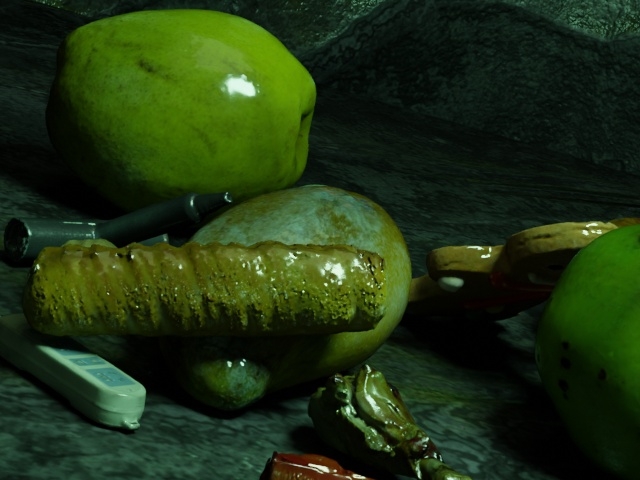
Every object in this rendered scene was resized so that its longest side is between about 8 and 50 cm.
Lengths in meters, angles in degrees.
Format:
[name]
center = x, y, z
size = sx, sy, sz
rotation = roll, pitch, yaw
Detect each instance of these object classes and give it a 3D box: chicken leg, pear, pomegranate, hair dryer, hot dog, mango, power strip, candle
[chicken leg]
center = 0.050, 0.147, 1.089
size = 0.178, 0.070, 0.093
rotation = 37, -15, 52
[pear]
center = -0.162, -0.142, 1.640
size = 0.307, 0.253, 0.253
rotation = 14, 14, 2
[pomegranate]
center = 0.285, 0.095, 1.285
size = 0.236, 0.236, 0.302
rotation = 11, -4, -19
[hair dryer]
center = -0.179, -0.017, 1.372
size = 0.173, 0.050, 0.195
rotation = 0, -15, -44
[hot dog]
center = -0.088, 0.035, 1.131
size = 0.289, 0.068, 0.083
rotation = -1, 54, -8
[mango]
center = -0.035, 0.052, 1.267
size = 0.193, 0.146, 0.316
rotation = 23, 35, 18
[power strip]
center = -0.200, 0.096, 1.122
size = 0.191, 0.030, 0.047
rotation = 27, 17, 38
[candle]
center = 0.038, 0.183, 1.006
size = 0.162, 0.048, 0.053
rotation = 16, 43, -4

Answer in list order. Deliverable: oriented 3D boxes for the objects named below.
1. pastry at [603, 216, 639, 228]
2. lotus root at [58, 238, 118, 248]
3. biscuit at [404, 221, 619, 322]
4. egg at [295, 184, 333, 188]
[pastry]
center = 0.424, 0.089, 1.575
size = 0.356, 0.163, 0.356
rotation = 13, 20, -5
[lotus root]
center = -0.211, 0.031, 1.299
size = 0.073, 0.062, 0.150
rotation = -8, 9, -2
[biscuit]
center = 0.190, 0.041, 1.445
size = 0.205, 0.049, 0.324
rotation = 7, -19, -28
[egg]
center = 0.000, 0.000, 1.538
size = 0.114, 0.114, 0.152
rotation = 10, 15, -23
